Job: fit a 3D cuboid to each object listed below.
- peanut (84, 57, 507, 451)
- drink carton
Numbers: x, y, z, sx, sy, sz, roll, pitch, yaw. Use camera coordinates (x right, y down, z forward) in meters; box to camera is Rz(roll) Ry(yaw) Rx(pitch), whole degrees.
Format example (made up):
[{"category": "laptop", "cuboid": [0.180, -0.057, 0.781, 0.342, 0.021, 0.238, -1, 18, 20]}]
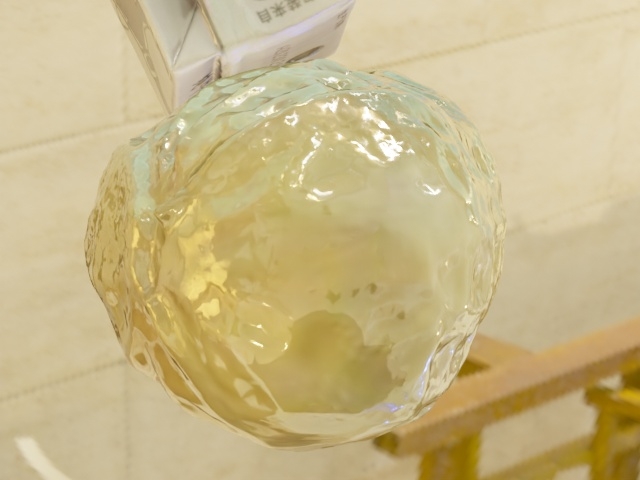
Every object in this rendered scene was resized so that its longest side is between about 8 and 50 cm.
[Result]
[{"category": "peanut", "cuboid": [0.000, 0.000, 0.434, 0.214, 0.098, 0.090, -22, 92, -79]}, {"category": "drink carton", "cuboid": [-0.072, -0.177, 0.784, 0.102, 0.134, 0.222, -26, 86, -9]}]
